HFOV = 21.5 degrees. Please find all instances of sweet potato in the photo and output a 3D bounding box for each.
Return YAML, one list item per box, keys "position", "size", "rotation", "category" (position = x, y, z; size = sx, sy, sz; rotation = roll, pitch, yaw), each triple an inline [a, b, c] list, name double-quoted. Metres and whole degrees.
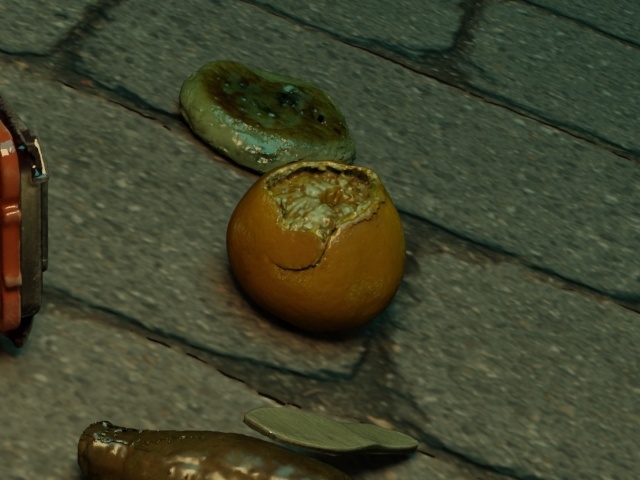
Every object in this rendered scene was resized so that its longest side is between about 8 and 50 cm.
- position: [-0.028, 0.185, 1.122]
  size: [0.285, 0.085, 0.112]
  rotation: [30, 19, 11]
  category: "sweet potato"

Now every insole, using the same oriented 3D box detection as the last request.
- position: [0.012, 0.141, 1.232]
  size: [0.063, 0.010, 0.192]
  rotation: [28, 9, 34]
  category: "insole"

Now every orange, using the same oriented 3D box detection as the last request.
- position: [0.000, 0.000, 1.395]
  size: [0.154, 0.134, 0.155]
  rotation: [20, 23, -9]
  category: "orange"

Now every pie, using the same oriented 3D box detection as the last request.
- position: [-0.049, -0.121, 1.643]
  size: [0.187, 0.041, 0.187]
  rotation: [16, 30, -10]
  category: "pie"

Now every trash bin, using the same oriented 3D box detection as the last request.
- position: [-0.319, -0.006, 1.180]
  size: [0.238, 0.184, 0.161]
  rotation: [-13, 37, -25]
  category: "trash bin"
